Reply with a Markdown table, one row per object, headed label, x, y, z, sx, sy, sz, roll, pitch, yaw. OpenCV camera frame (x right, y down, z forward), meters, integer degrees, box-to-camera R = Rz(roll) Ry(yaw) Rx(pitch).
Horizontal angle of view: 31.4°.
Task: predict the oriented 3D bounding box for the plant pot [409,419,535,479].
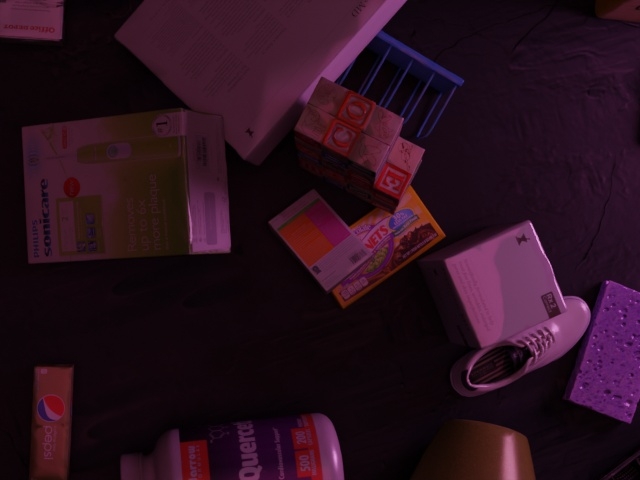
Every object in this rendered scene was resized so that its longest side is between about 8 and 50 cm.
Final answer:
| label | x | y | z | sx | sy | sz | roll | pitch | yaw |
| --- | --- | --- | --- | --- | --- | --- | --- | --- | --- |
| plant pot | 0.228 | 0.433 | 1.734 | 0.274 | 0.275 | 0.293 | 16 | 71 | -7 |

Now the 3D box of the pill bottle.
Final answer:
| label | x | y | z | sx | sy | sz | roll | pitch | yaw |
| --- | --- | --- | --- | --- | --- | --- | --- | --- | --- |
| pill bottle | -0.132 | 0.364 | 1.706 | 0.323 | 0.181 | 0.181 | -5 | 89 | -8 |

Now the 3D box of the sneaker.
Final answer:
| label | x | y | z | sx | sy | sz | roll | pitch | yaw |
| --- | --- | --- | --- | --- | --- | --- | --- | --- | --- |
| sneaker | 0.330 | 0.175 | 1.819 | 0.258 | 0.091 | 0.094 | -33 | 93 | -7 |

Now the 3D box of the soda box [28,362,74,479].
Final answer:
| label | x | y | z | sx | sy | sz | roll | pitch | yaw |
| --- | --- | --- | --- | --- | --- | --- | --- | --- | --- |
| soda box | -0.408 | 0.279 | 1.730 | 0.058 | 0.061 | 0.181 | 2 | 88 | -9 |

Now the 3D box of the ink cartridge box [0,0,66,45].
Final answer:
| label | x | y | z | sx | sy | sz | roll | pitch | yaw |
| --- | --- | --- | --- | --- | --- | --- | --- | --- | --- |
| ink cartridge box | -0.441 | -0.370 | 1.744 | 0.099 | 0.056 | 0.135 | 3 | 88 | -7 |

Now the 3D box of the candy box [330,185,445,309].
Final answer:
| label | x | y | z | sx | sy | sz | roll | pitch | yaw |
| --- | --- | --- | --- | --- | --- | --- | --- | --- | --- |
| candy box | 0.088 | 0.010 | 1.823 | 0.206 | 0.027 | 0.105 | -35 | 89 | -7 |

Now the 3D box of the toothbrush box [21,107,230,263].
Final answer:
| label | x | y | z | sx | sy | sz | roll | pitch | yaw |
| --- | --- | --- | --- | --- | --- | --- | --- | --- | --- |
| toothbrush box | -0.285 | -0.074 | 1.664 | 0.283 | 0.122 | 0.206 | -3 | 89 | 26 |

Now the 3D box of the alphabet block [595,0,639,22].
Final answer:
| label | x | y | z | sx | sy | sz | roll | pitch | yaw |
| --- | --- | --- | --- | --- | --- | --- | --- | --- | --- |
| alphabet block | 0.570 | -0.458 | 1.821 | 0.197 | 0.192 | 0.193 | 4 | 86 | -7 |

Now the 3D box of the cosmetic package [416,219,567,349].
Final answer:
| label | x | y | z | sx | sy | sz | roll | pitch | yaw |
| --- | --- | --- | --- | --- | --- | --- | --- | --- | --- |
| cosmetic package | 0.262 | 0.068 | 1.767 | 0.151 | 0.183 | 0.151 | -24 | 91 | -8 |

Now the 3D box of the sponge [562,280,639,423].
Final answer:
| label | x | y | z | sx | sy | sz | roll | pitch | yaw |
| --- | --- | --- | --- | --- | --- | --- | --- | --- | --- |
| sponge | 0.487 | 0.183 | 1.872 | 0.117 | 0.031 | 0.210 | 21 | 85 | -7 |

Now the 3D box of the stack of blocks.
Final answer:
| label | x | y | z | sx | sy | sz | roll | pitch | yaw |
| --- | --- | --- | --- | --- | --- | --- | --- | --- | --- |
| stack of blocks | 0.059 | -0.131 | 1.675 | 0.171 | 0.297 | 0.087 | 27 | 85 | 4 |

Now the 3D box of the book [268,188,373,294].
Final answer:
| label | x | y | z | sx | sy | sz | roll | pitch | yaw |
| --- | --- | --- | --- | --- | --- | --- | --- | --- | --- |
| book | 0.000 | 0.000 | 1.788 | 0.096 | 0.035 | 0.144 | -38 | 76 | -11 |

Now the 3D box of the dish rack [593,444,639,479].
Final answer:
| label | x | y | z | sx | sy | sz | roll | pitch | yaw |
| --- | --- | --- | --- | --- | --- | --- | --- | --- | --- |
| dish rack | 0.576 | 0.453 | 1.857 | 0.208 | 0.074 | 0.271 | -35 | 94 | -7 |

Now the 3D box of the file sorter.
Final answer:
| label | x | y | z | sx | sy | sz | roll | pitch | yaw |
| --- | --- | --- | --- | --- | --- | --- | --- | --- | --- |
| file sorter | 0.116 | -0.245 | 1.789 | 0.170 | 0.118 | 0.104 | 30 | 88 | -6 |

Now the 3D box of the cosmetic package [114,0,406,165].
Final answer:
| label | x | y | z | sx | sy | sz | roll | pitch | yaw |
| --- | --- | --- | --- | --- | --- | --- | --- | --- | --- |
| cosmetic package | -0.078 | -0.346 | 1.708 | 0.284 | 0.097 | 0.377 | 44 | 96 | 12 |
